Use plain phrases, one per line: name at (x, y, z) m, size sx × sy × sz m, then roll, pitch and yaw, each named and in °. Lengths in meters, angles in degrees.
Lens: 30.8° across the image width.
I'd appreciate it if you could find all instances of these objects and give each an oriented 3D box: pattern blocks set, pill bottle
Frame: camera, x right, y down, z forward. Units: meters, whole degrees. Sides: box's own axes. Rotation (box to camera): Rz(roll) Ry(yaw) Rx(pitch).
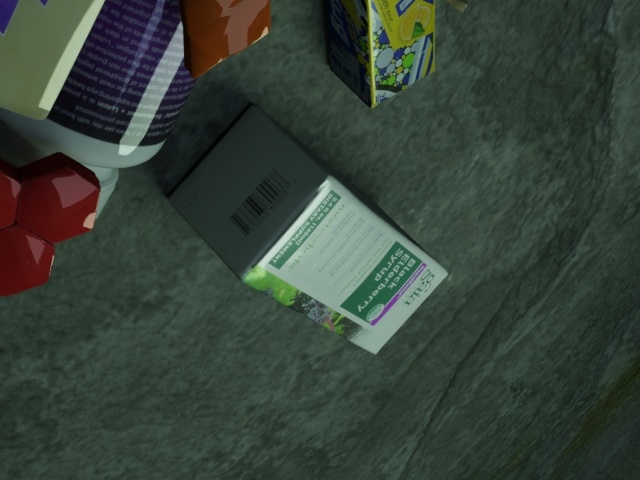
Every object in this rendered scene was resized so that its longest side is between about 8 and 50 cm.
pattern blocks set at (-0.151, -0.142, 0.490) m, size 0.285 × 0.026 × 0.325 m, roll 29°, pitch 110°, yaw -31°
pill bottle at (-0.114, -0.106, 0.606) m, size 0.108 × 0.108 × 0.193 m, roll 1°, pitch 127°, yaw -50°

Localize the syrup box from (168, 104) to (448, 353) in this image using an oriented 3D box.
syrup box at (0.000, 0.000, 0.878) m, size 0.093 × 0.096 × 0.237 m, roll -48°, pitch 148°, yaw 4°

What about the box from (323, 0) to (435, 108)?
box at (0.037, -0.171, 0.759) m, size 0.059 × 0.054 × 0.169 m, roll -33°, pitch 148°, yaw -18°

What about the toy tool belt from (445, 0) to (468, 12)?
toy tool belt at (0.084, -0.197, 0.785) m, size 0.052 × 0.051 × 0.083 m, roll -33°, pitch 147°, yaw -20°
